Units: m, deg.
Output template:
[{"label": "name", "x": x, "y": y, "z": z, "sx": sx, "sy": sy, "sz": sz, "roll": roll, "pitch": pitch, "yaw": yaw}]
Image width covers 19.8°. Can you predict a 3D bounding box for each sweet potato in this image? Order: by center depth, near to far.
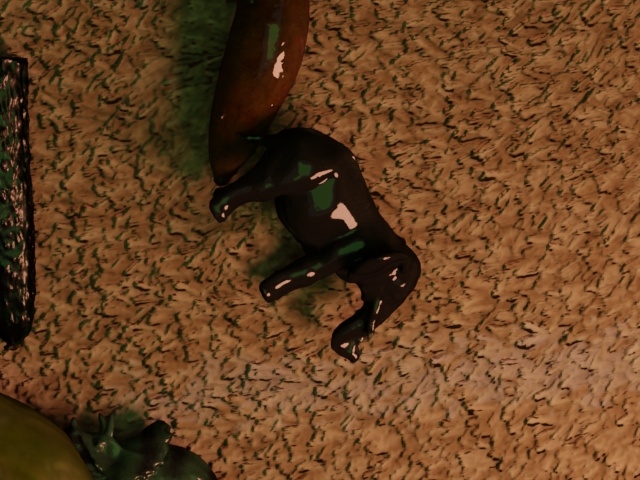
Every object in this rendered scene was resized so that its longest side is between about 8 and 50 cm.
[{"label": "sweet potato", "x": -0.065, "y": -0.222, "z": 1.711, "sx": 0.108, "sy": 0.079, "sz": 0.346, "roll": -3, "pitch": 99, "yaw": 8}]

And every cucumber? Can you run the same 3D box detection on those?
[{"label": "cucumber", "x": -0.302, "y": -0.032, "z": 1.738, "sx": 0.068, "sy": 0.067, "sz": 0.293, "roll": -2, "pitch": 102, "yaw": -4}]

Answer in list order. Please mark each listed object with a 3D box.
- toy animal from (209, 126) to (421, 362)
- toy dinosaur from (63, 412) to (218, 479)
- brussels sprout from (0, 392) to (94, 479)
[{"label": "toy animal", "x": 0.001, "y": 0.003, "z": 1.735, "sx": 0.146, "sy": 0.114, "sz": 0.245, "roll": -28, "pitch": 119, "yaw": 5}, {"label": "toy dinosaur", "x": -0.139, "y": 0.274, "z": 1.800, "sx": 0.292, "sy": 0.079, "sz": 0.120, "roll": 45, "pitch": 73, "yaw": -10}, {"label": "brussels sprout", "x": -0.362, "y": 0.282, "z": 1.704, "sx": 0.328, "sy": 0.247, "sz": 0.328, "roll": 2, "pitch": 100, "yaw": 10}]
